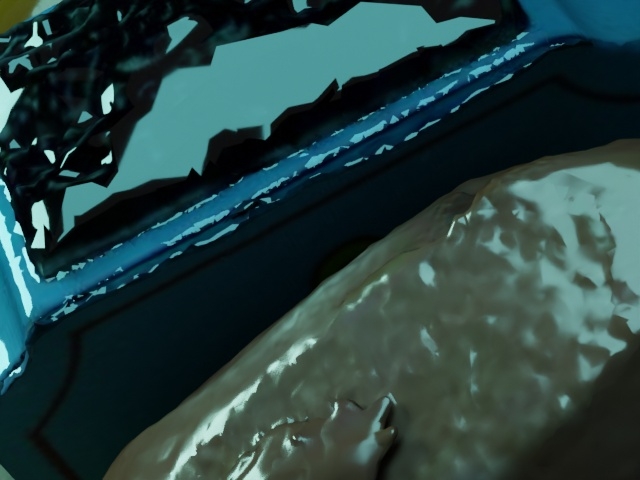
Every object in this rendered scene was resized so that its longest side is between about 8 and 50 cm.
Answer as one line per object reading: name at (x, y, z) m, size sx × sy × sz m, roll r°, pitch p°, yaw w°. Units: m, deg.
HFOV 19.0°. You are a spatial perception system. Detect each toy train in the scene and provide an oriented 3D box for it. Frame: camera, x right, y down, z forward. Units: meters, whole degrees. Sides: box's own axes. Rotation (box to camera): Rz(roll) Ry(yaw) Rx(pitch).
toy train at (0.000, 0.000, 0.744) m, size 0.300 × 0.265 × 0.188 m, roll -29°, pitch 50°, yaw 0°

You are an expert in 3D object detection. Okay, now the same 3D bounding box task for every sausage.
sausage at (0.035, 0.079, 0.602) m, size 0.280 × 0.152 × 0.152 m, roll -40°, pitch 36°, yaw 13°

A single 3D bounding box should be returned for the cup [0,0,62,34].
cup at (-0.157, -0.047, 1.008) m, size 0.264 × 0.182 × 0.226 m, roll -43°, pitch 8°, yaw -12°
